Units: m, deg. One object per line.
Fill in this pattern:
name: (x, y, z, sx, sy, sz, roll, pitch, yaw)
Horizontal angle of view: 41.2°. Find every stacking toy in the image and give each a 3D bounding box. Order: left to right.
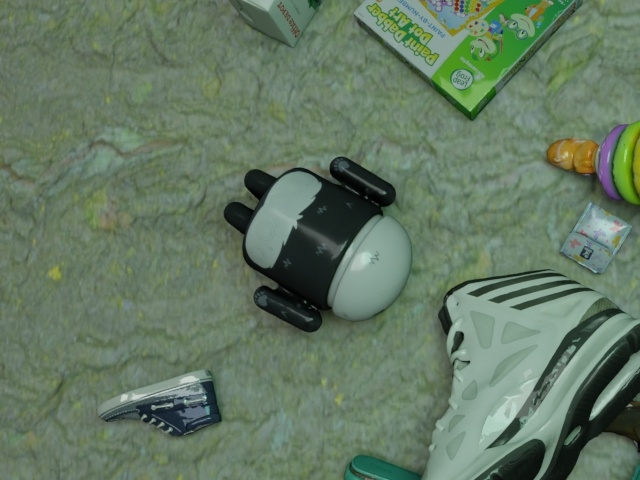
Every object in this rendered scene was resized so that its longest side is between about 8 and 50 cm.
stacking toy: (0.436, -0.106, 1.147, 0.302, 0.175, 0.165, 10, 114, 47)

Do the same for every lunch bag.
lunch bag: (0.392, -0.002, 1.212, 0.071, 0.053, 0.083, 34, 99, 17)

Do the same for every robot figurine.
robot figurine: (-0.001, 0.002, 1.242, 0.278, 0.173, 0.209, 29, 124, 15)

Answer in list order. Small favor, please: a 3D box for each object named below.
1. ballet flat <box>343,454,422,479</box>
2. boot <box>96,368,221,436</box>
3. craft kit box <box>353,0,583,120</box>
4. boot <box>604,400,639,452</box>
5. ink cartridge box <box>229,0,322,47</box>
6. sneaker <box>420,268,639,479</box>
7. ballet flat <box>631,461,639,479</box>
ballet flat: (0.151, 0.375, 1.205, 0.248, 0.083, 0.087, 12, 109, 14)
boot: (-0.249, 0.266, 1.307, 0.190, 0.069, 0.086, -20, 75, 8)
craft kit box: (0.223, -0.355, 1.303, 0.250, 0.061, 0.246, 43, 95, 15)
boot: (0.436, 0.266, 1.146, 0.219, 0.082, 0.106, -11, 77, 9)
ink cartridge box: (-0.040, -0.432, 1.319, 0.093, 0.160, 0.219, 32, 90, 15)
sneaker: (0.216, 0.225, 1.152, 0.447, 0.169, 0.257, -46, 44, -3)
ballet flat: (0.456, 0.464, 1.097, 0.147, 0.147, 0.408, 9, 89, 14)
